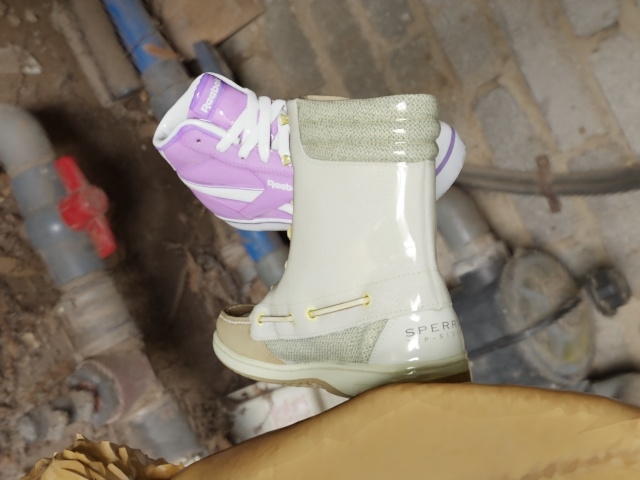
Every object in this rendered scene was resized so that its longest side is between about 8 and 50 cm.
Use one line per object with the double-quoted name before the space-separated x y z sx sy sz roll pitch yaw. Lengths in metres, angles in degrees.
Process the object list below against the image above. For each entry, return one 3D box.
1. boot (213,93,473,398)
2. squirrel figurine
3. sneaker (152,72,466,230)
"boot" 0.000 0.000 0.577 0.077 0.213 0.165 -8 95 -33
"squirrel figurine" 0.021 0.251 0.548 0.370 0.397 0.281 48 54 -53
"sneaker" -0.028 -0.080 0.852 0.161 0.282 0.102 46 50 -40
